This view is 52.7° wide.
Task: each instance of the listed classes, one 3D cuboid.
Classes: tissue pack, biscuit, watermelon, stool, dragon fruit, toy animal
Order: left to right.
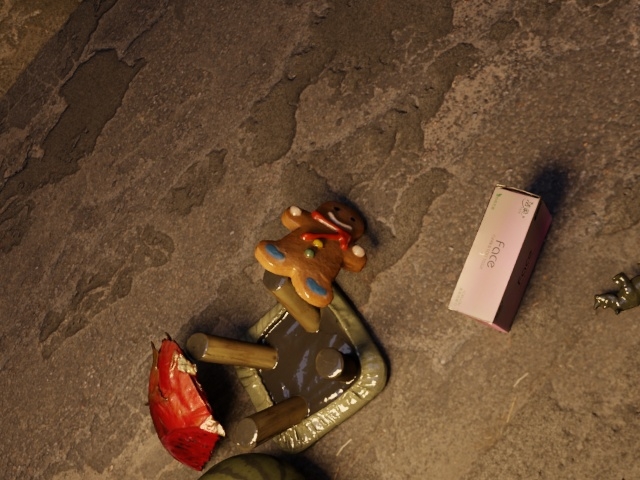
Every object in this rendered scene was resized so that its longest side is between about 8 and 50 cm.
[{"bbox_3d":[-0.312,0.347,1.368,0.100,0.344,0.282,-15,63,-26],"label":"dragon fruit"},{"bbox_3d":[-0.143,0.558,1.221,0.279,0.278,0.359,57,136,29],"label":"watermelon"},{"bbox_3d":[-0.071,0.238,1.323,0.310,0.226,0.310,-42,59,9],"label":"stool"},{"bbox_3d":[0.002,-0.001,1.331,0.205,0.324,0.049,37,125,9],"label":"biscuit"},{"bbox_3d":[0.342,0.037,1.212,0.092,0.148,0.247,20,86,30],"label":"tissue pack"},{"bbox_3d":[0.544,0.087,1.144,0.135,0.047,0.065,-33,70,9],"label":"toy animal"}]
